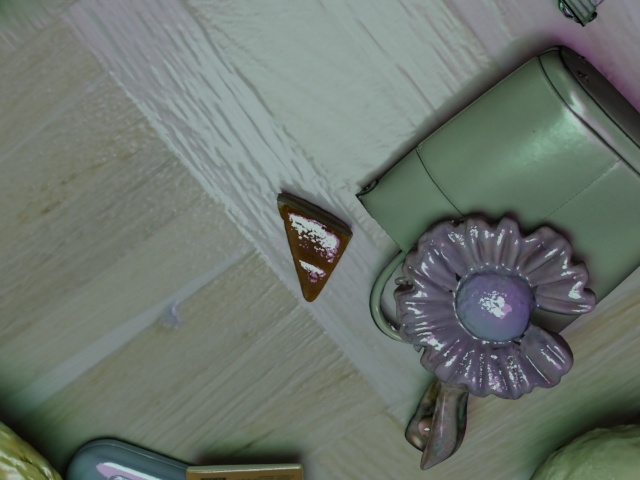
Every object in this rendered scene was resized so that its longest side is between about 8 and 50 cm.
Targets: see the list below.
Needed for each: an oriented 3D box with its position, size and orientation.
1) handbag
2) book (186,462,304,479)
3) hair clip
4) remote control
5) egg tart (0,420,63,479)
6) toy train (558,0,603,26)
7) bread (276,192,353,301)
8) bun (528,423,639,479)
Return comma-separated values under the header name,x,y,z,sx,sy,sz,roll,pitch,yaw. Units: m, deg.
name,x,y,z,sx,sy,sz,roll,pitch,yaw
handbag,0.173,-0.015,1.054,0.241,0.109,0.315,42,119,-10
book,-0.072,0.304,1.150,0.118,0.012,0.172,-2,110,2
hair clip,0.135,0.111,1.044,0.173,0.069,0.300,18,127,4
remote control,-0.146,0.277,1.173,0.244,0.047,0.087,20,106,-7
egg tart,-0.384,0.299,1.146,0.345,0.132,0.345,1,108,2
toy train,0.217,-0.233,0.982,0.056,0.038,0.093,-40,103,12
bread,0.000,0.000,1.070,0.062,0.043,0.109,-16,106,10
bun,0.328,0.291,1.069,0.259,0.160,0.259,4,134,4
